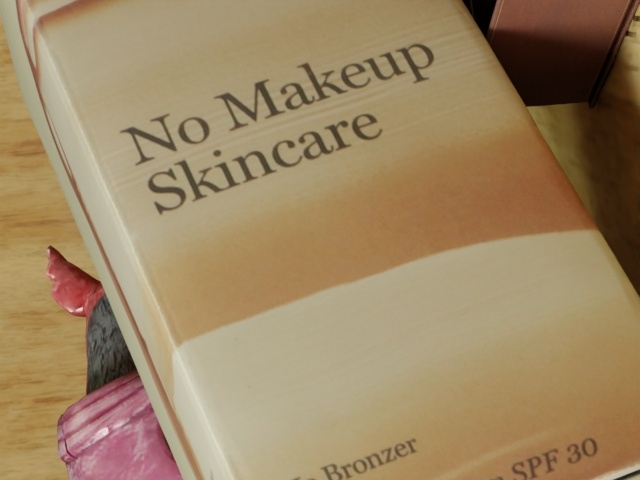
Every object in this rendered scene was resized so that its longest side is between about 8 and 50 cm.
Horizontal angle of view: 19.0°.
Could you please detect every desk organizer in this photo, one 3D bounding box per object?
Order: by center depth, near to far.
[{"bbox_3d":[0.080,-0.091,0.672,0.130,0.050,0.047,98,167,-70],"label":"desk organizer"}]

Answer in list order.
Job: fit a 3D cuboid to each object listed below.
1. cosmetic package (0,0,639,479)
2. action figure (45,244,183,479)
[{"bbox_3d":[0.000,0.000,0.677,0.129,0.153,0.296,88,157,-57],"label":"cosmetic package"},{"bbox_3d":[-0.032,0.162,0.812,0.370,0.275,0.248,56,141,9],"label":"action figure"}]
